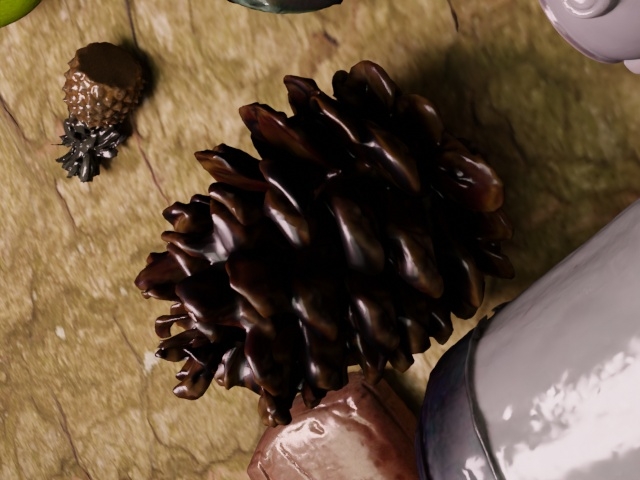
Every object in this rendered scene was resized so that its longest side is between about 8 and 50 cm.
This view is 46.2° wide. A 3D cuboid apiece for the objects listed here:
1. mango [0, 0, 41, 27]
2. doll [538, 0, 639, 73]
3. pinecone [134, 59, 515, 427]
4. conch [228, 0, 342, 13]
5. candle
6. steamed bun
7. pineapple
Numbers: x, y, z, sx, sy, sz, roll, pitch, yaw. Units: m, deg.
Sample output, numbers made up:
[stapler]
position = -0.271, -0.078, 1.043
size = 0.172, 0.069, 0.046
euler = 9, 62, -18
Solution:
[mango]
position = -0.372, -0.284, 0.682
size = 0.343, 0.156, 0.192
euler = 15, 130, 24
[doll]
position = 0.120, -0.216, 0.391
size = 0.151, 0.151, 0.287
euler = -32, 97, 41
[pinecone]
position = 0.000, 0.000, 0.521
size = 0.224, 0.272, 0.224
euler = 55, 170, 14
[conch]
position = -0.055, -0.253, 0.503
size = 0.175, 0.122, 0.188
euler = 2, 119, 11
[candle]
position = 0.221, 0.082, 0.426
size = 0.221, 0.221, 0.342
euler = 46, 127, 6
[steamed bun]
position = 0.021, 0.205, 0.705
size = 0.175, 0.106, 0.145
euler = -40, 83, 27
[pineapple]
position = -0.221, -0.117, 0.725
size = 0.074, 0.074, 0.159
euler = 45, 139, 6
